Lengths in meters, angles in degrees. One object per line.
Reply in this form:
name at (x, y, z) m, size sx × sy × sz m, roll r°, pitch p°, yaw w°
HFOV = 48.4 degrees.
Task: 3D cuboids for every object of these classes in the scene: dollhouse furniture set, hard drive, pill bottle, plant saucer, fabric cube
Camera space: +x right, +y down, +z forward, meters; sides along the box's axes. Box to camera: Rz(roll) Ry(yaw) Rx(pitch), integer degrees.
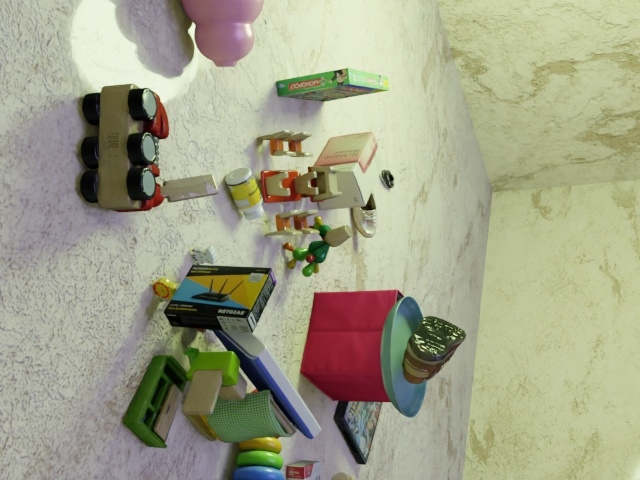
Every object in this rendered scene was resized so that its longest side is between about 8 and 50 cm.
dollhouse furniture set at (-0.069, -0.145, 1.877) m, size 0.259 × 0.135 × 0.262 m, roll -7°, pitch 93°, yaw -54°
hard drive at (-0.124, 0.269, 1.474) m, size 0.040 × 0.210 × 0.318 m, roll -42°, pitch 136°, yaw -16°
pill bottle at (-0.174, -0.108, 1.670) m, size 0.065 × 0.065 × 0.116 m, roll -64°, pitch 142°, yaw -47°
plant saucer at (0.221, 0.305, 1.882) m, size 0.317 × 0.044 × 0.317 m, roll -3°, pitch 90°, yaw -65°
dollhouse furniture set at (-0.200, 0.363, 1.387) m, size 0.301 × 0.198 × 0.151 m, roll 61°, pitch 32°, yaw -42°
fabric cube at (0.126, 0.304, 2.034) m, size 0.254 × 0.258 × 0.259 m, roll 50°, pitch 43°, yaw -51°

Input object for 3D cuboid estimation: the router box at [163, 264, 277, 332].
router box at (-0.189, 0.108, 1.355) m, size 0.133 × 0.179 × 0.046 m, roll -66°, pitch 149°, yaw -43°

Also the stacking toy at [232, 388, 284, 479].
stacking toy at (-0.138, 0.490, 1.603) m, size 0.141 × 0.141 × 0.330 m, roll 47°, pitch 39°, yaw -54°

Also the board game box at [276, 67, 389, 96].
board game box at (0.043, -0.437, 2.011) m, size 0.317 × 0.214 × 0.046 m, roll -18°, pitch 103°, yaw -64°

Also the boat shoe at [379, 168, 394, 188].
boat shoe at (0.256, -0.230, 2.651) m, size 0.125 × 0.038 × 0.046 m, roll 46°, pitch 46°, yaw -55°

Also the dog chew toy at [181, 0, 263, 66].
dog chew toy at (-0.210, -0.540, 1.516) m, size 0.206 × 0.207 × 0.331 m, roll -30°, pitch 122°, yaw -63°

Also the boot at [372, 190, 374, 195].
boot at (0.148, -0.130, 2.404) m, size 0.087 × 0.042 × 0.118 m, roll -22°, pitch 103°, yaw -59°

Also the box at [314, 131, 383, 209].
box at (0.080, -0.211, 2.136) m, size 0.232 × 0.149 × 0.126 m, roll -64°, pitch 142°, yaw -48°

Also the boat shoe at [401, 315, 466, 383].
boat shoe at (0.285, 0.286, 1.861) m, size 0.324 × 0.123 × 0.119 m, roll -12°, pitch 128°, yaw -62°

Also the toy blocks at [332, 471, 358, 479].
toy blocks at (0.082, 0.765, 2.112) m, size 0.148 × 0.054 × 0.123 m, roll 49°, pitch 43°, yaw -53°

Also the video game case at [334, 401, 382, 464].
video game case at (0.130, 0.528, 2.273) m, size 0.275 × 0.035 × 0.248 m, roll -68°, pitch 145°, yaw -44°

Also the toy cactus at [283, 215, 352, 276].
toy cactus at (0.000, 0.000, 1.916) m, size 0.112 × 0.180 × 0.219 m, roll 53°, pitch 31°, yaw -18°

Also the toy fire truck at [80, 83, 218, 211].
toy fire truck at (-0.306, -0.155, 1.318) m, size 0.246 × 0.159 × 0.217 m, roll 25°, pitch 63°, yaw -75°

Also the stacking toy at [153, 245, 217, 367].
stacking toy at (-0.257, 0.138, 1.482) m, size 0.167 × 0.052 × 0.221 m, roll -52°, pitch 135°, yaw -53°

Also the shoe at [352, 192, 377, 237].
shoe at (0.143, -0.116, 2.332) m, size 0.058 × 0.077 × 0.219 m, roll 163°, pitch -83°, yaw -76°

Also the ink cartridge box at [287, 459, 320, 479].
ink cartridge box at (-0.043, 0.650, 1.855) m, size 0.099 × 0.056 × 0.135 m, roll 17°, pitch 71°, yaw -63°
